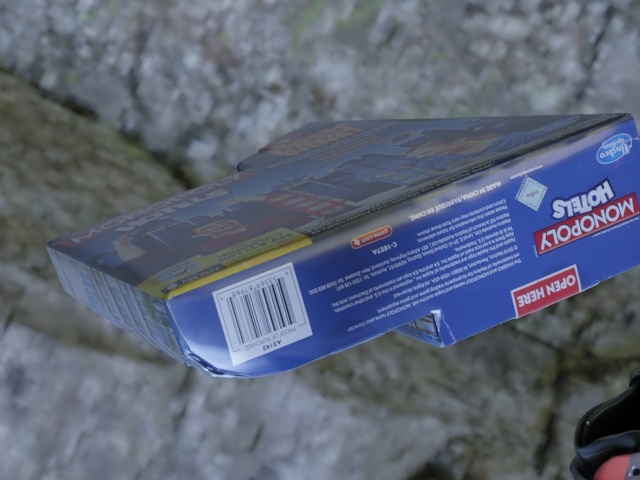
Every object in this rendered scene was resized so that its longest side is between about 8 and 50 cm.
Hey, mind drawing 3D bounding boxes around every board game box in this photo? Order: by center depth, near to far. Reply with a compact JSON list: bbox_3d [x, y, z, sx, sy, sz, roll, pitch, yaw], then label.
[{"bbox_3d":[0.000,0.000,0.721,0.194,0.194,0.060,16,-56,65],"label":"board game box"}]

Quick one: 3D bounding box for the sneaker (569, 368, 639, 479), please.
[{"bbox_3d":[0.089,0.066,0.485,0.061,0.065,0.158,-99,-149,-56],"label":"sneaker"}]
